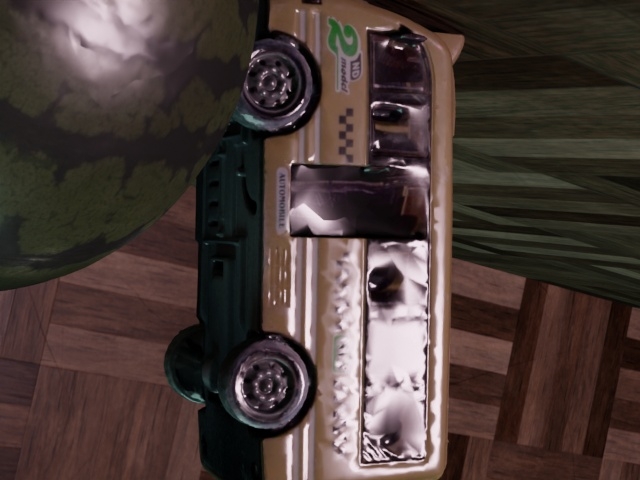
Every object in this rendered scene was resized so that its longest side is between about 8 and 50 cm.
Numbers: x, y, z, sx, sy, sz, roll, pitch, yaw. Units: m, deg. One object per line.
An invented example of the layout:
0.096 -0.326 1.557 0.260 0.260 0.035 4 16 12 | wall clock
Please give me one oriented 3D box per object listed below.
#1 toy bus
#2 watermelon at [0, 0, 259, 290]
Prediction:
0.000 0.000 0.766 0.157 0.290 0.139 1 179 -22 | toy bus
-0.128 -0.086 0.437 0.212 0.212 0.212 12 176 1 | watermelon
